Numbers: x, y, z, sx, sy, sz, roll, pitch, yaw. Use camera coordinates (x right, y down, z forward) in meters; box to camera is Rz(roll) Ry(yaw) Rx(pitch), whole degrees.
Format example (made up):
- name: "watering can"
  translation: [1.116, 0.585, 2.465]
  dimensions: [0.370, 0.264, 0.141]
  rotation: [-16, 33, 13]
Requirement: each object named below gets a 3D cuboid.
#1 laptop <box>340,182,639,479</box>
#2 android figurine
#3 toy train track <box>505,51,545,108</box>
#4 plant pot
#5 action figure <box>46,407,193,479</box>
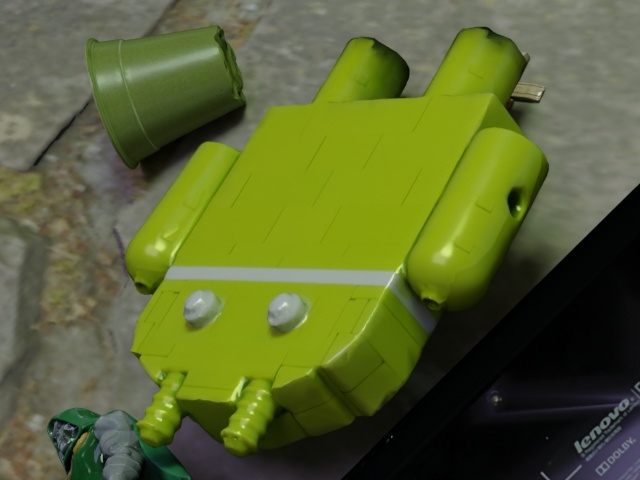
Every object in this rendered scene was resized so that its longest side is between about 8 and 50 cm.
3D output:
- name: "laptop"
  translation: [0.180, 0.088, 0.752]
  dimensions: [0.382, 0.236, 0.408]
  rotation: [-45, 54, 1]
- name: "android figurine"
  translation: [0.000, 0.000, 0.997]
  dimensions: [0.248, 0.056, 0.273]
  rotation: [3, 51, 45]
- name: "toy train track"
  translation: [0.092, -0.071, 1.051]
  dimensions: [0.048, 0.014, 0.083]
  rotation: [9, 64, 39]
- name: "plant pot"
  translation: [-0.090, -0.094, 1.159]
  dimensions: [0.079, 0.083, 0.083]
  rotation: [-18, 48, 7]
- name: "action figure"
  translation: [-0.095, 0.155, 0.960]
  dimensions: [0.232, 0.063, 0.137]
  rotation: [54, 131, 54]
